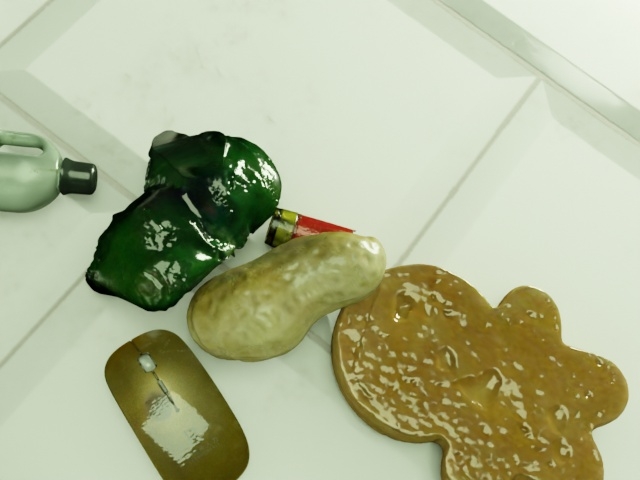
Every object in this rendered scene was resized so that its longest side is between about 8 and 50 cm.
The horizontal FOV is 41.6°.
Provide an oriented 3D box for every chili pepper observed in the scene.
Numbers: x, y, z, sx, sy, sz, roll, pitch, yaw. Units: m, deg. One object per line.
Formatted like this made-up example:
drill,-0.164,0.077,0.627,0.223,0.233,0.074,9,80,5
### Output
chili pepper,-0.151,-0.040,0.970,0.148,0.116,0.264,23,56,38

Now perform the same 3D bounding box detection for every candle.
candle,0.000,0.000,1.021,0.131,0.052,0.052,16,69,-4

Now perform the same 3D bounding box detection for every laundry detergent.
laundry detergent,-0.376,-0.083,0.982,0.226,0.070,0.099,4,63,-6

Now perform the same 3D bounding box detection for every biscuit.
biscuit,0.181,0.165,0.989,0.355,0.052,0.275,22,66,1

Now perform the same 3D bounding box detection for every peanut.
peanut,-0.034,0.062,0.947,0.237,0.120,0.110,-23,103,-3

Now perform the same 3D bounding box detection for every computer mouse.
computer mouse,-0.159,0.190,0.932,0.102,0.045,0.199,-29,78,-20
